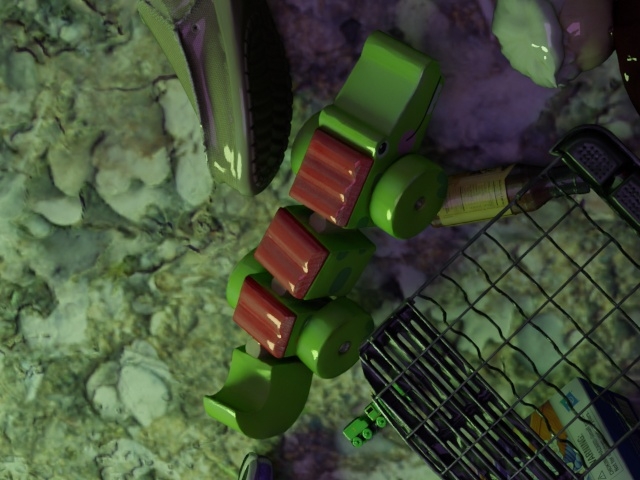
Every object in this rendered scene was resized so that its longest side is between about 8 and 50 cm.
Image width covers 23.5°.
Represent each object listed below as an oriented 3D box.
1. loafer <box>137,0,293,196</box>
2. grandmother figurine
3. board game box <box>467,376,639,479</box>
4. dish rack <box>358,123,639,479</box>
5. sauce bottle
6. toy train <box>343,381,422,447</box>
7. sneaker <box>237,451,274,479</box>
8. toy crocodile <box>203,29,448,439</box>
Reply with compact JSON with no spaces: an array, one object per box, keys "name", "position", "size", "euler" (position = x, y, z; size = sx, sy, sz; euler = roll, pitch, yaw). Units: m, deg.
[{"name":"loafer","position":[-0.089,-0.165,1.203],"size":[0.092,0.102,0.268],"euler":[-7,94,21]},{"name":"grandmother figurine","position":[0.292,-0.149,1.107],"size":[0.343,0.104,0.207],"euler":[4,84,17]},{"name":"board game box","position":[0.201,0.312,1.159],"size":[0.233,0.078,0.347],"euler":[-43,48,22]},{"name":"dish rack","position":[0.174,0.068,1.139],"size":[0.271,0.074,0.208],"euler":[-44,81,7]},{"name":"sauce bottle","position":[0.146,-0.039,1.205],"size":[0.128,0.042,0.042],"euler":[-9,104,14]},{"name":"toy train","position":[0.052,0.144,1.299],"size":[0.083,0.017,0.023],"euler":[-44,81,22]},{"name":"sneaker","position":[-0.031,0.257,1.341],"size":[0.071,0.068,0.169],"euler":[-14,112,3]},{"name":"toy crocodile","position":[0.000,0.000,1.202],"size":[0.115,0.105,0.340],"euler":[38,114,30]}]
